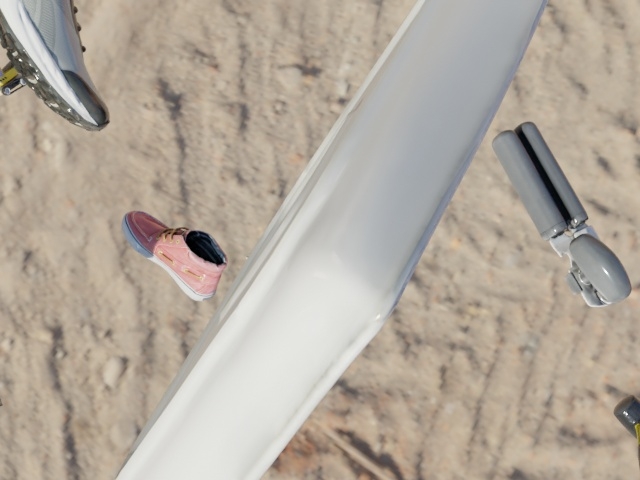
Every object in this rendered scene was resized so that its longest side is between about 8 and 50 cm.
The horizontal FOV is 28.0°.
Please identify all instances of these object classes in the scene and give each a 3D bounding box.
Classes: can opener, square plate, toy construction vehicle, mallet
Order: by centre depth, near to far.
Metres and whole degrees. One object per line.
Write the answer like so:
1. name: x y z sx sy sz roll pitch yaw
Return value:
1. square plate: 0.000 0.000 0.656 0.049 0.347 0.344 32 47 -4
2. toy construction vehicle: -0.356 -0.163 1.336 0.098 0.086 0.035 -42 119 -42
3. mallet: 0.383 0.242 1.553 0.039 0.062 0.190 -43 179 20
4. can opener: 0.340 -0.041 1.757 0.076 0.095 0.283 -24 81 -27

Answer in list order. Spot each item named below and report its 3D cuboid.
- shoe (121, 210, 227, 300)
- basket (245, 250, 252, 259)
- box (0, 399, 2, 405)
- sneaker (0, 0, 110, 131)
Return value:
1. shoe: -0.206 0.001 1.829 0.063 0.178 0.081 -34 161 -45
2. basket: -0.024 0.070 1.942 0.103 0.113 0.167 -35 124 -10
3. box: -0.432 0.184 1.554 0.052 0.083 0.062 -21 84 9
4. sneaker: -0.262 -0.228 1.211 0.108 0.100 0.271 -31 107 -17
